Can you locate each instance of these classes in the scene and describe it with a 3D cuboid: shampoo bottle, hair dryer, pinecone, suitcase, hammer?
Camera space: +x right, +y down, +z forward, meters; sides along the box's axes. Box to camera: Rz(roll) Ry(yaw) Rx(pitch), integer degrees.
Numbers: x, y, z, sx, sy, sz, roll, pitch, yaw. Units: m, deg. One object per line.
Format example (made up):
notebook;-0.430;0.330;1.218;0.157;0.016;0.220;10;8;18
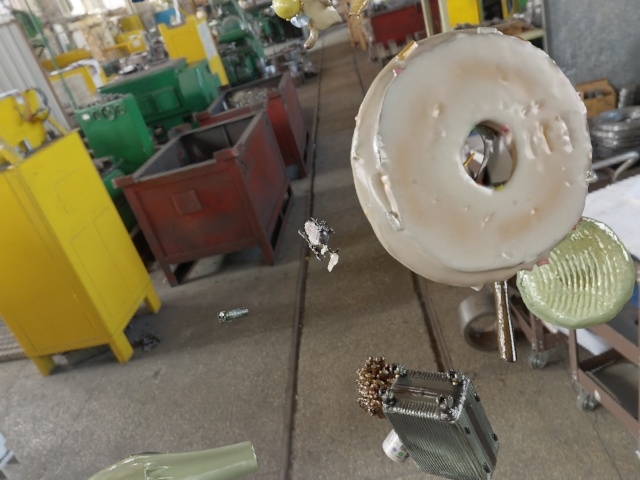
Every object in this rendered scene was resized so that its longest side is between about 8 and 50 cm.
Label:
shampoo bottle;0.301;0.537;1.633;0.092;0.303;0.092;25;19;-9
hair dryer;-0.240;0.445;0.978;0.295;0.298;0.119;-22;56;4
pinecone;0.184;0.448;1.630;0.149;0.179;0.195;-6;61;-18
suitcase;0.273;0.421;1.229;0.202;0.312;0.128;-3;38;38
hammer;0.565;0.183;1.667;0.095;0.242;0.409;5;63;-7

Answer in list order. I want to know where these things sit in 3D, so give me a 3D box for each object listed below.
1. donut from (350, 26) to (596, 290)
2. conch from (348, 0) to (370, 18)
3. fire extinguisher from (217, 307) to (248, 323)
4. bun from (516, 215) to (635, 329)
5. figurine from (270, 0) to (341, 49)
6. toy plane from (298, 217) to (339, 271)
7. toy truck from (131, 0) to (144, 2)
donut;0.223;-0.121;0.814;0.382;0.383;0.142;-21;7;-7
conch;0.094;-0.514;0.941;0.109;0.093;0.330;6;56;30
fire extinguisher;-0.216;0.183;1.301;0.083;0.038;0.025;-4;28;-45
bun;0.436;0.053;0.936;0.195;0.196;0.118;-9;0;18
figurine;-0.018;-0.245;0.569;0.051;0.083;0.047;-50;47;5
toy plane;0.000;0.000;0.898;0.031;0.049;0.121;16;23;-39
toy truck;-0.403;-0.695;1.342;0.208;0.126;0.113;-35;-7;-20
